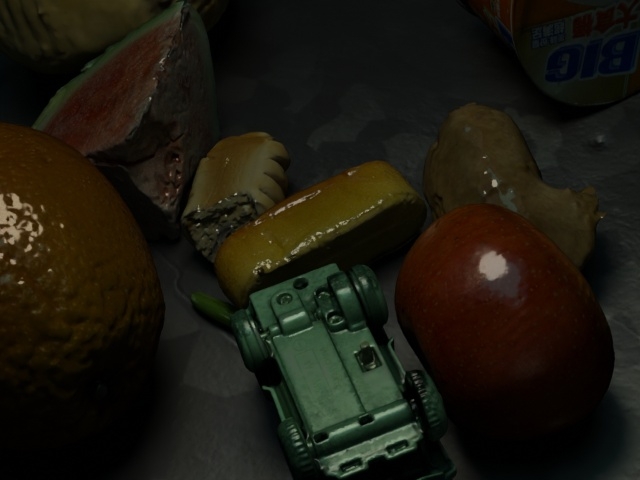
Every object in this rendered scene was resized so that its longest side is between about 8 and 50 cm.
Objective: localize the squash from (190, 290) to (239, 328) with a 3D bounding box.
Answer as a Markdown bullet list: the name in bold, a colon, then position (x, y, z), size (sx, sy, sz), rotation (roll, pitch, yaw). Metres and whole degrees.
- **squash**: position (-0.114, 0.078, 1.496), size (0.089, 0.027, 0.027), rotation (21, 56, 32)

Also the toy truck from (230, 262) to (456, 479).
- **toy truck**: position (0.020, 0.148, 1.302), size (0.155, 0.156, 0.279), rotation (-21, 46, -6)

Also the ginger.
- **ginger**: position (0.193, -0.046, 1.463), size (0.152, 0.138, 0.267), rotation (-23, 57, -27)

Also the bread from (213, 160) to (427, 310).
- **bread**: position (0.000, 0.000, 1.488), size (0.245, 0.102, 0.094), rotation (-30, 45, -12)

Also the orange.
- **orange**: position (-0.324, 0.050, 1.371), size (0.322, 0.322, 0.357), rotation (-36, 55, -19)

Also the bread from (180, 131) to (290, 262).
- **bread**: position (-0.092, -0.052, 1.568), size (0.119, 0.084, 0.177), rotation (-11, 44, 23)

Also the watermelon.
- **watermelon**: position (-0.234, -0.130, 1.593), size (0.310, 0.193, 0.232), rotation (-36, 51, -10)

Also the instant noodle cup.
- **instant noodle cup**: position (0.299, -0.335, 1.627), size (0.296, 0.296, 0.214), rotation (-27, 37, -12)

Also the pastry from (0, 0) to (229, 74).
- **pastry**: position (-0.290, -0.397, 1.758), size (0.388, 0.313, 0.388), rotation (-9, 22, 4)

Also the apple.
- **apple**: position (0.167, 0.083, 1.291), size (0.173, 0.210, 0.235), rotation (-33, 49, -7)
